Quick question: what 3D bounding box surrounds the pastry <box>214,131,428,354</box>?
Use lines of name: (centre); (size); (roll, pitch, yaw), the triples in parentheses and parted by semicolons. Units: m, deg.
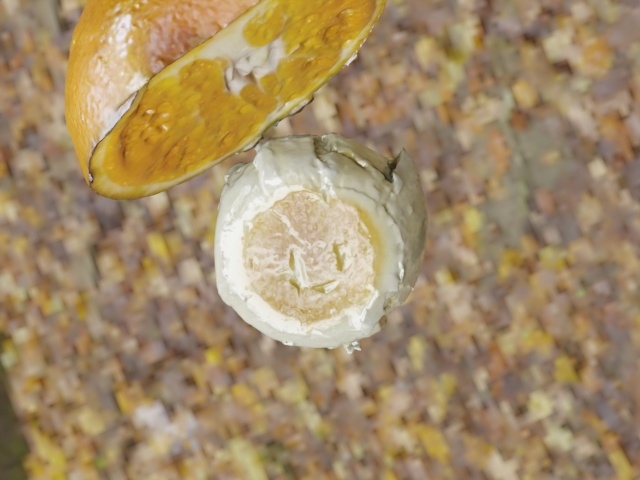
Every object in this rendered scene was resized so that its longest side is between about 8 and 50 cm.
pastry: (0.000, 0.000, 1.426); (0.088, 0.166, 0.166); (-83, -13, -67)

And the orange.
orange: (-0.095, -0.166, 1.803); (0.274, 0.274, 0.310); (14, 81, 52)
